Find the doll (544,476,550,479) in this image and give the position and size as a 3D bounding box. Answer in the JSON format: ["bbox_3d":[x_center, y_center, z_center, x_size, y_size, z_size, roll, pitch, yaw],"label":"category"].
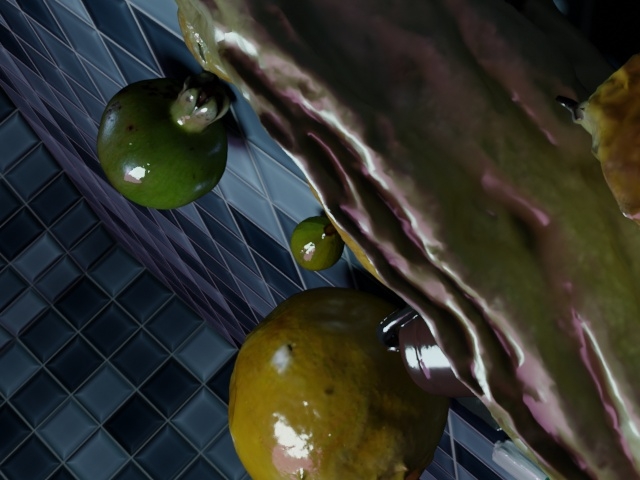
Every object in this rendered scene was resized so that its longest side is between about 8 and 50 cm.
[{"bbox_3d":[0.316,0.358,1.160,0.195,0.153,0.258,1,146,29],"label":"doll"}]

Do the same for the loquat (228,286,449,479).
[{"bbox_3d":[0.022,0.225,1.271,0.328,0.328,0.328,41,165,14],"label":"loquat"}]

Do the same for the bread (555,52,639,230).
[{"bbox_3d":[0.210,-0.048,0.374,0.129,0.134,0.260,57,-150,13],"label":"bread"}]

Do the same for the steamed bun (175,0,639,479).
[{"bbox_3d":[0.102,-0.046,0.488,0.428,0.189,0.247,52,-177,0],"label":"steamed bun"}]

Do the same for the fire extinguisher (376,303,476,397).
[{"bbox_3d":[0.174,0.066,0.680,0.141,0.105,0.341,13,165,-41],"label":"fire extinguisher"}]

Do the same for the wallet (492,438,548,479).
[{"bbox_3d":[0.339,0.371,1.379,0.190,0.033,0.095,40,163,15],"label":"wallet"}]

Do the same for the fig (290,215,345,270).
[{"bbox_3d":[0.000,0.000,1.216,0.074,0.074,0.088,44,147,3],"label":"fig"}]

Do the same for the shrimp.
[{"bbox_3d":[-0.092,-0.206,0.985,0.180,0.041,0.099,40,150,23],"label":"shrimp"}]

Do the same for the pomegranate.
[{"bbox_3d":[-0.194,-0.129,1.206,0.210,0.179,0.179,5,140,49],"label":"pomegranate"}]

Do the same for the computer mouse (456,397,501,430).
[{"bbox_3d":[0.201,0.159,1.052,0.172,0.099,0.057,17,140,56],"label":"computer mouse"}]

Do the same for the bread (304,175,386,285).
[{"bbox_3d":[0.107,-0.016,0.835,0.235,0.099,0.210,24,159,45],"label":"bread"}]
